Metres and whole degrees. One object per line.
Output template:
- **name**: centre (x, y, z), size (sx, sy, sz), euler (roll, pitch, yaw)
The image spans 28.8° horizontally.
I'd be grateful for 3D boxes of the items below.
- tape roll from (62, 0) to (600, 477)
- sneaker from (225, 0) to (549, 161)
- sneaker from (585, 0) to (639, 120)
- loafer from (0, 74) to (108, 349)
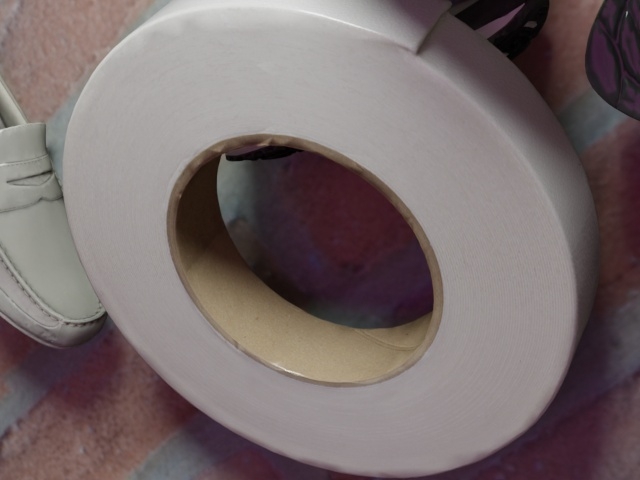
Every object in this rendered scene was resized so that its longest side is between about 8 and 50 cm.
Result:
- **tape roll**: centre (0.000, 0.000, 0.877), size (0.392, 0.072, 0.392), euler (15, 129, 19)
- **sneaker**: centre (0.031, -0.137, 0.890), size (0.271, 0.100, 0.108), euler (-16, 89, 29)
- **sneaker**: centre (0.258, -0.203, 0.754), size (0.111, 0.121, 0.300), euler (38, 96, 1)
- **loafer**: centre (-0.275, -0.056, 1.053), size (0.111, 0.112, 0.319), euler (-40, 82, 37)
